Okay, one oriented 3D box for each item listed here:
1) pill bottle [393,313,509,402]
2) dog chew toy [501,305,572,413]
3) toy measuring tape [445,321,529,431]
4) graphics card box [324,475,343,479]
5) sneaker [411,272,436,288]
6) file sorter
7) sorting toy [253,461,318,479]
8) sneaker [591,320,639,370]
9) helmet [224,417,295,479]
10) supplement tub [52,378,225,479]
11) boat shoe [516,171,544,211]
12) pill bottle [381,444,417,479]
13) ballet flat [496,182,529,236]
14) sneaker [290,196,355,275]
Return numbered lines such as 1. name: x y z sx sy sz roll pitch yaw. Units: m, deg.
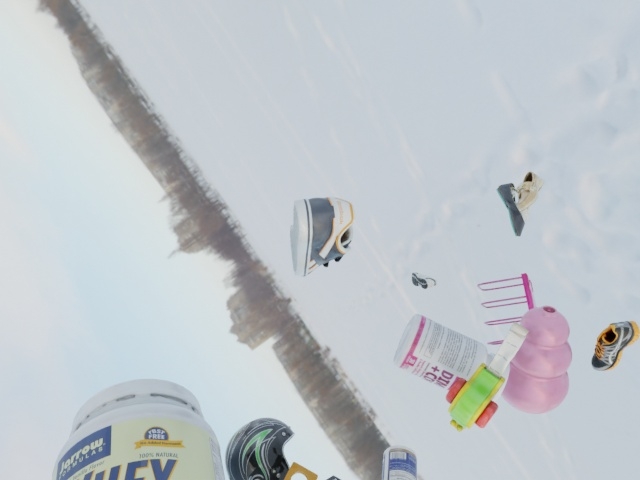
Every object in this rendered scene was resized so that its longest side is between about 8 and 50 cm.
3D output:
1. pill bottle: 0.360 0.331 1.442 0.283 0.160 0.160 24 168 7
2. dog chew toy: 0.628 0.338 1.514 0.206 0.206 0.332 -135 40 -54
3. toy measuring tape: 0.369 0.331 1.188 0.121 0.121 0.330 49 134 38
4. graphics card box: 0.139 0.868 1.499 0.370 0.094 0.233 5 100 44
5. sneaker: 0.319 0.124 1.610 0.109 0.043 0.040 -146 51 -65
6. file sorter: 0.681 0.287 1.859 0.202 0.182 0.291 25 -125 -62
7. sorting toy: -0.112 0.605 1.026 0.196 0.347 0.047 35 137 18
8. sneaker: 0.900 0.326 1.630 0.084 0.083 0.215 -97 16 -53
9. helmet: -0.140 0.504 1.227 0.169 0.169 0.162 73 -172 -70
10. supplement tub: -0.242 0.376 0.707 0.235 0.235 0.325 59 180 -36
11. boat shoe: 0.606 -0.147 1.534 0.059 0.170 0.063 45 137 -4
12. pill bottle: 0.150 0.459 0.988 0.067 0.067 0.120 57 -155 -25
13. ballet flat: 0.615 -0.105 1.641 0.074 0.074 0.203 62 -163 -49
14. sneaker: 0.000 0.000 1.140 0.321 0.127 0.126 113 150 -73
